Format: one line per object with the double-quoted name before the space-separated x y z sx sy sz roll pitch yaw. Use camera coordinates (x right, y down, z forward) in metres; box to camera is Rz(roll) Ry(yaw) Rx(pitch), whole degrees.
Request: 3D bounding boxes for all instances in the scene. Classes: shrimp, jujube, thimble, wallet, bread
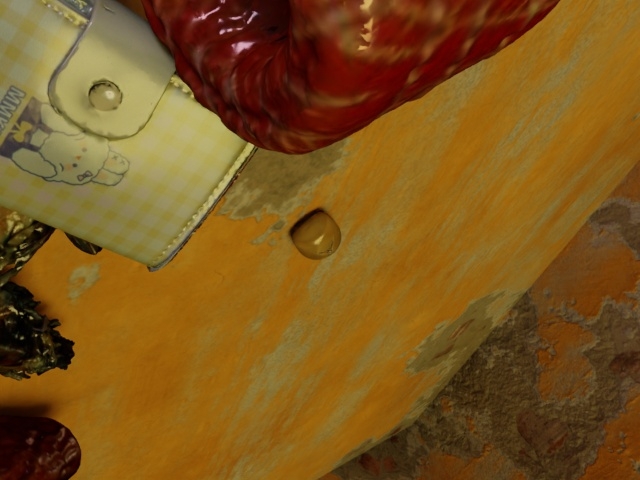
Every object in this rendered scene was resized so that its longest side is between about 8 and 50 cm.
"shrimp" -0.330 0.047 0.797 0.233 0.071 0.365 -49 158 -18
"jujube" -0.485 0.358 0.993 0.197 0.197 0.290 -49 169 21
"thimble" -0.003 -0.245 0.461 0.231 0.350 0.350 -32 154 -21
"wallet" -0.221 -0.105 0.609 0.310 0.077 0.223 29 112 -39
"bread" 0.000 0.000 1.180 0.082 0.056 0.115 -36 154 -3
